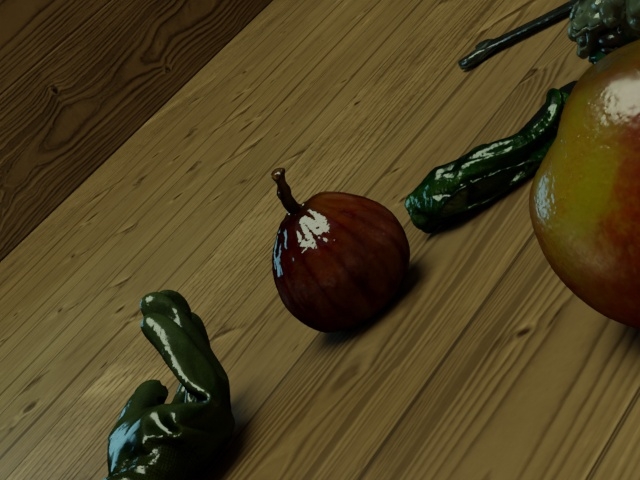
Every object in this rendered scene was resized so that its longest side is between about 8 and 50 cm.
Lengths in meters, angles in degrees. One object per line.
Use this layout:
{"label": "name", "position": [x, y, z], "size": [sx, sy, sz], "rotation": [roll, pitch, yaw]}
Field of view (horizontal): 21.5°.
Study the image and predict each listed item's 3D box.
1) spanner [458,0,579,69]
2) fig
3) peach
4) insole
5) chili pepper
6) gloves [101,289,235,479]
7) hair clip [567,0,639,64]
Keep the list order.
{"label": "spanner", "position": [0.251, -0.250, 1.930], "size": [0.254, 0.015, 0.054], "rotation": [-23, 20, 48]}
{"label": "fig", "position": [0.006, 0.016, 1.460], "size": [0.128, 0.150, 0.128], "rotation": [-28, 55, 49]}
{"label": "peach", "position": [0.230, -0.030, 1.031], "size": [0.190, 0.192, 0.190], "rotation": [-49, -22, -27]}
{"label": "insole", "position": [0.200, -0.107, 1.609], "size": [0.153, 0.002, 0.053], "rotation": [-47, 15, -31]}
{"label": "chili pepper", "position": [0.154, -0.070, 1.507], "size": [0.182, 0.050, 0.073], "rotation": [-34, 7, 9]}
{"label": "gloves", "position": [-0.128, 0.151, 1.407], "size": [0.135, 0.107, 0.268], "rotation": [-39, 28, 33]}
{"label": "hair clip", "position": [0.323, -0.160, 1.235], "size": [0.321, 0.138, 0.091], "rotation": [-22, 51, 49]}
